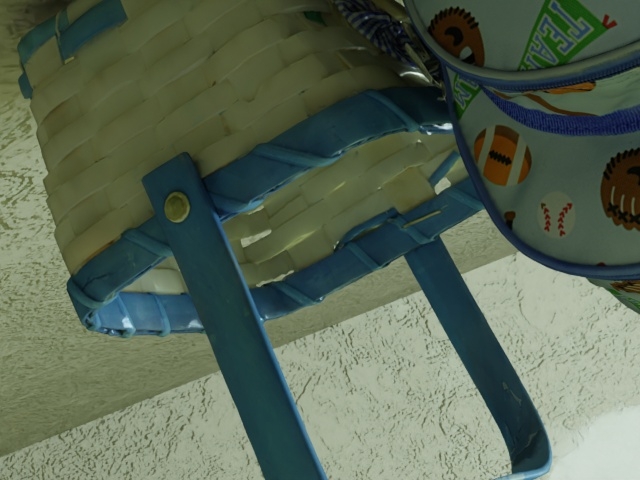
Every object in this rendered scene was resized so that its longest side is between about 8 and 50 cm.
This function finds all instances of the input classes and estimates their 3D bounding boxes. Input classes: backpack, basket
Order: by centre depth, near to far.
[{"bbox_3d":[0.152,-0.106,0.566,0.276,0.263,0.213,-29,156,32],"label":"backpack"},{"bbox_3d":[0.000,0.000,0.699,0.201,0.289,0.255,-27,170,22],"label":"basket"}]
